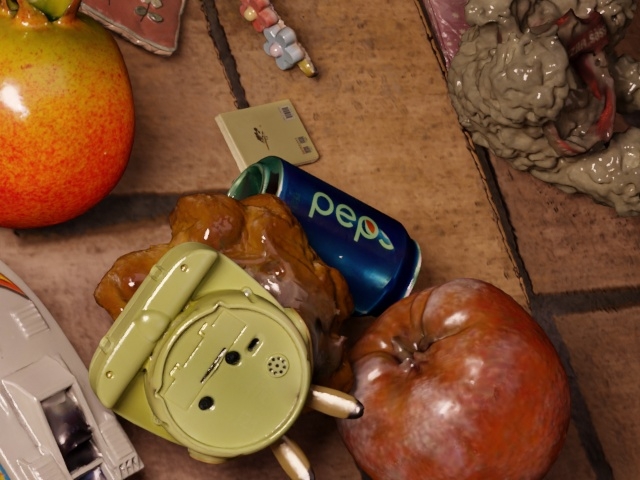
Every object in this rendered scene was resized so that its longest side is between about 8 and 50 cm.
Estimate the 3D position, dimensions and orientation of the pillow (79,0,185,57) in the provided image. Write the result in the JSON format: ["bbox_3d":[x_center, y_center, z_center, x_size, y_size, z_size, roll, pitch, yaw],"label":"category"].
[{"bbox_3d":[-0.198,-0.304,1.888,0.126,0.043,0.232,30,47,-27],"label":"pillow"}]

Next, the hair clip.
[{"bbox_3d":[-0.074,-0.270,1.953,0.056,0.062,0.214,-29,93,-22],"label":"hair clip"}]

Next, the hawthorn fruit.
[{"bbox_3d":[0.148,0.157,1.765,0.263,0.235,0.231,7,58,-38],"label":"hawthorn fruit"}]

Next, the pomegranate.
[{"bbox_3d":[-0.273,-0.136,1.588,0.220,0.257,0.221,11,20,-4],"label":"pomegranate"}]

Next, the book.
[{"bbox_3d":[-0.059,-0.112,1.909,0.111,0.014,0.077,-16,75,-44],"label":"book"}]

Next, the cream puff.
[{"bbox_3d":[-0.079,0.076,1.659,0.269,0.155,0.241,39,81,-23],"label":"cream puff"}]

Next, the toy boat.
[{"bbox_3d":[-0.278,0.112,1.546,0.129,0.088,0.295,-27,84,-44],"label":"toy boat"}]

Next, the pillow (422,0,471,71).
[{"bbox_3d":[0.169,-0.290,2.182,0.118,0.043,0.185,-8,77,-40],"label":"pillow"}]

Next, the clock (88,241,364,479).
[{"bbox_3d":[-0.077,0.122,1.556,0.232,0.069,0.170,35,87,-17],"label":"clock"}]

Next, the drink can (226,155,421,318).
[{"bbox_3d":[0.000,0.000,1.819,0.205,0.118,0.118,26,51,-24],"label":"drink can"}]

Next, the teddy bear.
[{"bbox_3d":[0.302,-0.251,2.108,0.357,0.224,0.368,35,64,-41],"label":"teddy bear"}]
